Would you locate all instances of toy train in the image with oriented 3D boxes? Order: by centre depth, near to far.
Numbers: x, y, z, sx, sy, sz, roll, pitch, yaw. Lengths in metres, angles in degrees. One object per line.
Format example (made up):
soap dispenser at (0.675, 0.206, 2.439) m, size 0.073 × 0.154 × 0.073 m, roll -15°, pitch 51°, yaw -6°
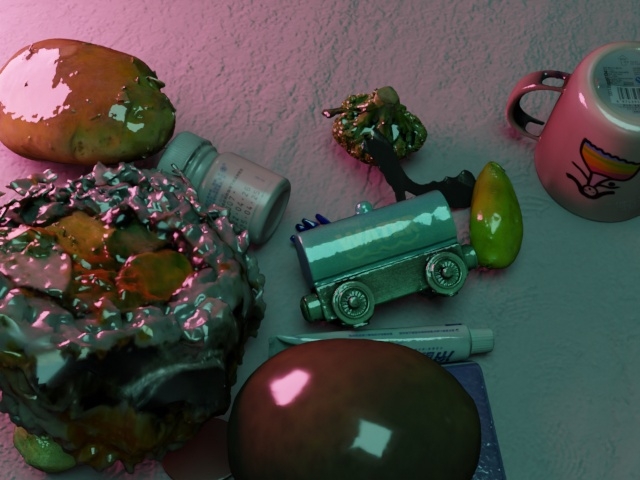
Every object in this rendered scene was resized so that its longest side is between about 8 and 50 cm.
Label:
toy train at (0.080, 0.023, 1.488) m, size 0.248 × 0.101 × 0.159 m, roll -18°, pitch 85°, yaw -12°

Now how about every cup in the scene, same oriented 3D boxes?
cup at (0.388, -0.170, 1.577) m, size 0.252 × 0.200 × 0.191 m, roll 24°, pitch 62°, yaw 10°

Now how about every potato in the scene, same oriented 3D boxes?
potato at (-0.329, -0.188, 1.548) m, size 0.296 × 0.141 × 0.192 m, roll 18°, pitch 62°, yaw 24°

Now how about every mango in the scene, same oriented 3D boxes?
mango at (0.244, -0.036, 1.555) m, size 0.074 × 0.091 × 0.165 m, roll 2°, pitch 61°, yaw 10°

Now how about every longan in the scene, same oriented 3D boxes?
longan at (0.038, 0.232, 1.311) m, size 0.300 × 0.300 × 0.243 m, roll 9°, pitch 103°, yaw 1°

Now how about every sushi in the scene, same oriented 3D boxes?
sushi at (-0.266, 0.071, 1.382) m, size 0.417 × 0.176 × 0.418 m, roll 13°, pitch 45°, yaw -13°

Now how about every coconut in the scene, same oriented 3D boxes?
coconut at (-0.326, 0.240, 1.368) m, size 0.087 × 0.096 × 0.088 m, roll -5°, pitch 80°, yaw 32°

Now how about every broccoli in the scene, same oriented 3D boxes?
broccoli at (0.082, -0.164, 1.599) m, size 0.130 × 0.120 × 0.131 m, roll -17°, pitch 60°, yaw -27°

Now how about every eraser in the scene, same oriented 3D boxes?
eraser at (0.180, 0.251, 1.418) m, size 0.082 × 0.036 × 0.225 m, roll -5°, pitch 61°, yaw -7°

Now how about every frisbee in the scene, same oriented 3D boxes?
frisbee at (0.118, -0.074, 1.557) m, size 0.211 × 0.012 × 0.187 m, roll -38°, pitch 107°, yaw -23°

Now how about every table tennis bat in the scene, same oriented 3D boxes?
table tennis bat at (-0.122, 0.261, 1.408) m, size 0.156 × 0.013 × 0.087 m, roll -8°, pitch 59°, yaw -6°

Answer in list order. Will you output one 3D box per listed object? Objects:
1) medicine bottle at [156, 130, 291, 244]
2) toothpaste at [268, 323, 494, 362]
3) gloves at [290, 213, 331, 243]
medicine bottle at (-0.134, -0.071, 1.542) m, size 0.168 × 0.105 × 0.105 m, roll 27°, pitch 62°, yaw 10°
toothpaste at (0.079, 0.139, 1.462) m, size 0.296 × 0.075 × 0.048 m, roll -3°, pitch 42°, yaw -8°
gloves at (0.000, 0.000, 1.554) m, size 0.086 × 0.026 × 0.064 m, roll 37°, pitch 67°, yaw 16°
